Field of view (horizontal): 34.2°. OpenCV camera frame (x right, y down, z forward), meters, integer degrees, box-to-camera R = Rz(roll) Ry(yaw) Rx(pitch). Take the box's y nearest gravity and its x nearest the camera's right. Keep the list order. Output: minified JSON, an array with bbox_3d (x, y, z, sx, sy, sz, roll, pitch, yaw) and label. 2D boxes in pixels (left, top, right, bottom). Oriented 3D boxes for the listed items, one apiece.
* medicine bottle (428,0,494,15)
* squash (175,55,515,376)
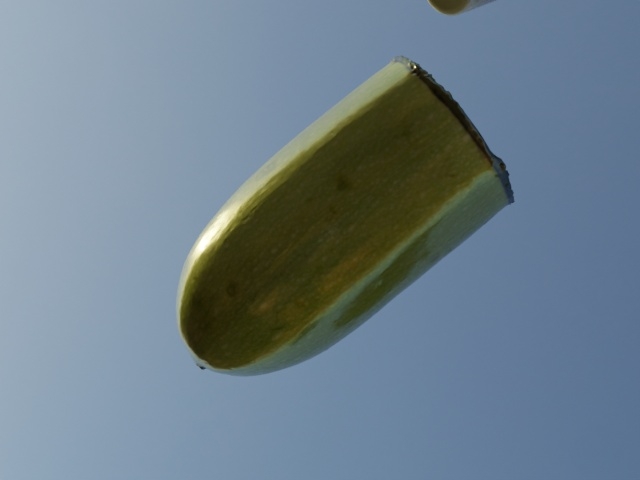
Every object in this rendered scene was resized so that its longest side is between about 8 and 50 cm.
[{"bbox_3d":[0.127,-0.216,0.827,0.057,0.089,0.057,32,-44,38],"label":"medicine bottle"},{"bbox_3d":[0.000,0.000,0.711,0.247,0.132,0.132,-40,-109,2],"label":"squash"}]
